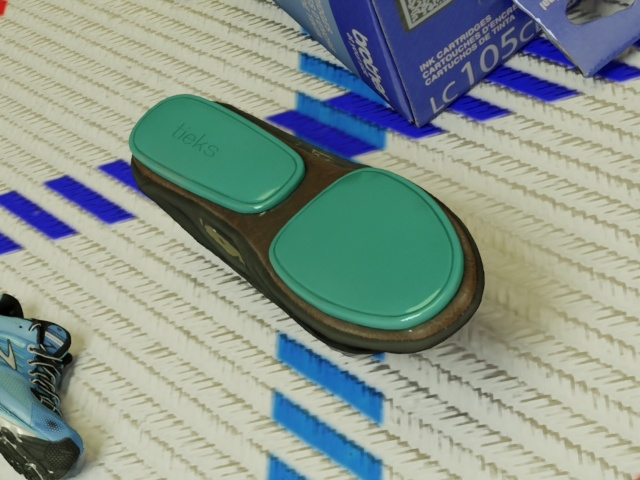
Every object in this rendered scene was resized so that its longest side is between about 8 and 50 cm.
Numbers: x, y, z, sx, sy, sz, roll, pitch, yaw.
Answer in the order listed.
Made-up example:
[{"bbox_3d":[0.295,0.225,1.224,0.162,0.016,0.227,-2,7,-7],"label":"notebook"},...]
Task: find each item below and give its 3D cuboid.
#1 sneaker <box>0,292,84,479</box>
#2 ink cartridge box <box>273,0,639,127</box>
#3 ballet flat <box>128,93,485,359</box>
[{"bbox_3d":[-0.172,0.073,0.841,0.073,0.063,0.162,-37,41,-13],"label":"sneaker"},{"bbox_3d":[0.065,-0.258,0.932,0.270,0.151,0.395,-38,54,-9],"label":"ink cartridge box"},{"bbox_3d":[0.000,0.000,0.786,0.095,0.096,0.280,-41,42,-12],"label":"ballet flat"}]
